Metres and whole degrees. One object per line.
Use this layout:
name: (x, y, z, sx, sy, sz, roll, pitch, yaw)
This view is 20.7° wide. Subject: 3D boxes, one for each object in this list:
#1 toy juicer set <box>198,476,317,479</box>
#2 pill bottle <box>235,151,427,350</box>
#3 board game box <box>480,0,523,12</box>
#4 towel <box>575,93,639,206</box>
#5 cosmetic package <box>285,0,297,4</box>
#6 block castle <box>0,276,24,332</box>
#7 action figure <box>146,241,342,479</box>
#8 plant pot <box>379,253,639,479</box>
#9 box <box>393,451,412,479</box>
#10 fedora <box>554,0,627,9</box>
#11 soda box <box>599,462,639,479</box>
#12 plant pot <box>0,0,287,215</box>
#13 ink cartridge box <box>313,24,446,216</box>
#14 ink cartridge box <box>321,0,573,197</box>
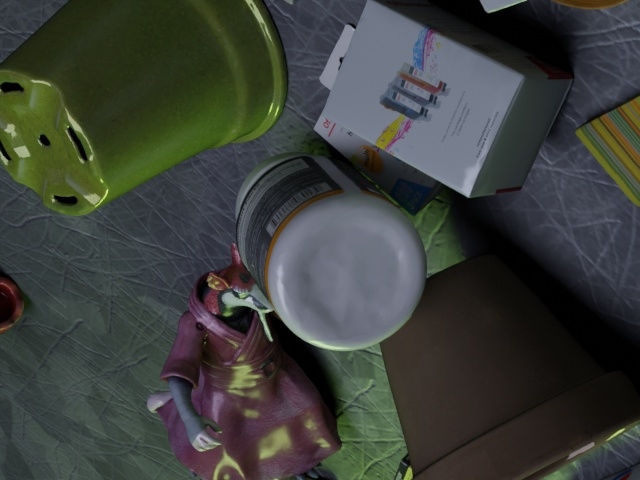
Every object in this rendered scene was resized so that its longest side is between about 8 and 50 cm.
toy juicer set: (-0.078, 0.337, 2.252, 0.209, 0.329, 0.089, 2, 109, 21)
pill bottle: (0.000, 0.000, 1.820, 0.162, 0.162, 0.278, 63, 176, -19)
board game box: (0.295, -0.290, 1.197, 0.318, 0.319, 0.066, -13, 113, 50)
towel: (0.339, -0.105, 1.580, 0.102, 0.021, 0.237, 48, 144, -10)
cosmetic package: (-0.083, -0.376, 1.653, 0.296, 0.153, 0.129, 36, 141, 14)
block castle: (-0.683, 0.132, 2.501, 0.303, 0.453, 0.213, 48, 152, 2)
action figure: (-0.088, 0.133, 2.146, 0.275, 0.248, 0.370, 52, 157, 46)
plant pot: (0.175, 0.144, 1.819, 0.229, 0.263, 0.263, 63, 146, 12)
box: (0.193, 0.338, 2.107, 0.232, 0.058, 0.087, 36, 142, 18)
fedora: (0.195, -0.270, 1.521, 0.194, 0.079, 0.194, 27, 139, 26)
soda box: (0.328, 0.303, 1.925, 0.074, 0.069, 0.216, 49, 144, -2)
plant pot: (-0.220, -0.165, 1.901, 0.276, 0.254, 0.276, 27, 139, 26)
ink cartridge box: (0.062, -0.124, 1.809, 0.181, 0.061, 0.104, 42, 144, 10)
ink cartridge box: (0.118, -0.137, 1.648, 0.176, 0.128, 0.127, 32, 110, 23)
